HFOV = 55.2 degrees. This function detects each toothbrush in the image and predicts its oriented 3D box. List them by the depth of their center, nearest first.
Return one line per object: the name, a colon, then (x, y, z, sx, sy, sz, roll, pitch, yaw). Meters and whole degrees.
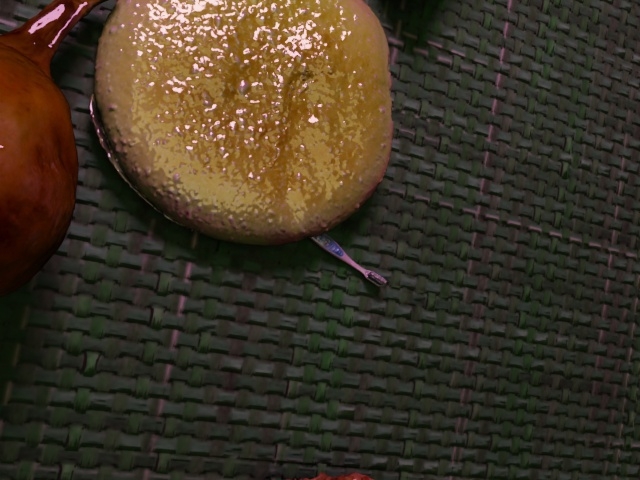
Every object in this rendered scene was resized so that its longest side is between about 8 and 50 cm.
toothbrush: (0.000, 0.000, 0.606, 0.162, 0.017, 0.014, 34, 71, -13)

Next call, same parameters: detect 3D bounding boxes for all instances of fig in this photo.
fig: (-0.233, -0.078, 0.455, 0.190, 0.190, 0.290, 51, 38, -13)

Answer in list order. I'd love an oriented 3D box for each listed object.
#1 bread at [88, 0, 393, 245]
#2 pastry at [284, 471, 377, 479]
bread: (-0.059, -0.143, 0.567, 0.301, 0.045, 0.301, 2, 83, -20)
pastry: (0.013, 0.333, 0.501, 0.275, 0.193, 0.275, 0, 90, -22)
